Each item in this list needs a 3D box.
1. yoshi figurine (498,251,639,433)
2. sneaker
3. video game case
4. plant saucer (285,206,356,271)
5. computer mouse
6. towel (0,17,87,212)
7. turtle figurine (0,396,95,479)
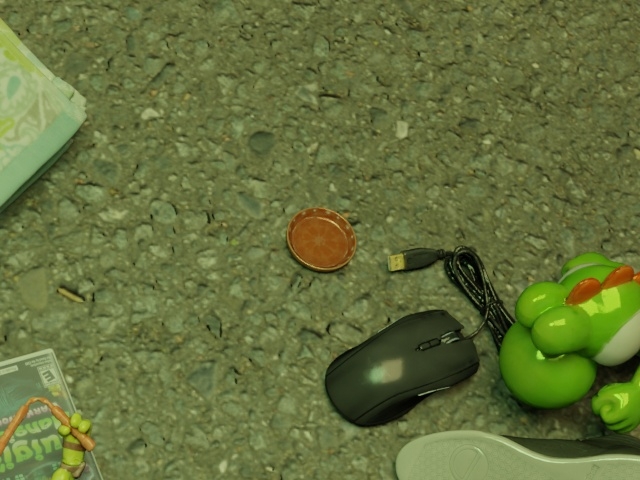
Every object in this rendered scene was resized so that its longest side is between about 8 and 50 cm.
[{"bbox_3d":[0.336,0.109,1.836,0.362,0.203,0.203,2,99,-38],"label":"yoshi figurine"},{"bbox_3d":[0.236,0.258,1.757,0.296,0.147,0.104,2,89,17],"label":"sneaker"},{"bbox_3d":[-0.334,0.210,1.644,0.190,0.022,0.173,-15,66,-24],"label":"video game case"},{"bbox_3d":[0.000,0.000,1.876,0.083,0.013,0.083,8,58,-13],"label":"plant saucer"},{"bbox_3d":[0.109,0.092,1.828,0.262,0.060,0.184,-17,68,-26],"label":"computer mouse"},{"bbox_3d":[-0.463,-0.133,1.724,0.320,0.090,0.374,45,53,-8],"label":"towel"},{"bbox_3d":[-0.232,0.299,1.587,0.217,0.087,0.269,12,80,-14],"label":"turtle figurine"}]
